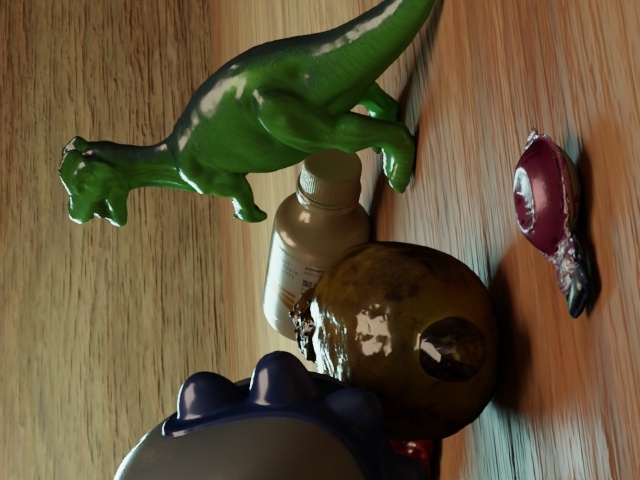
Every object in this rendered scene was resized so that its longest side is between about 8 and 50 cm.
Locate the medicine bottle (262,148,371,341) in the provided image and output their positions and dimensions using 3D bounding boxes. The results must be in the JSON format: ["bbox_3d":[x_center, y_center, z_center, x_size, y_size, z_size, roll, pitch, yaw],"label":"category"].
[{"bbox_3d":[0.000,0.000,2.171,0.252,0.114,0.114,100,167,-45],"label":"medicine bottle"}]

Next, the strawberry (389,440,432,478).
[{"bbox_3d":[0.049,0.168,1.854,0.190,0.111,0.236,-96,11,-47],"label":"strawberry"}]

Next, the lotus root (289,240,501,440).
[{"bbox_3d":[0.074,0.086,1.605,0.314,0.141,0.169,-168,74,-69],"label":"lotus root"}]

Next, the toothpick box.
[{"bbox_3d":[-0.014,0.256,1.523,0.354,0.263,0.263,65,177,-14],"label":"toothpick box"}]

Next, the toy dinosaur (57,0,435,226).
[{"bbox_3d":[-0.077,-0.184,1.900,0.500,0.374,0.144,96,178,-48],"label":"toy dinosaur"}]

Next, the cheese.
[{"bbox_3d":[0.165,-0.015,1.343,0.095,0.038,0.145,101,160,-56],"label":"cheese"}]
